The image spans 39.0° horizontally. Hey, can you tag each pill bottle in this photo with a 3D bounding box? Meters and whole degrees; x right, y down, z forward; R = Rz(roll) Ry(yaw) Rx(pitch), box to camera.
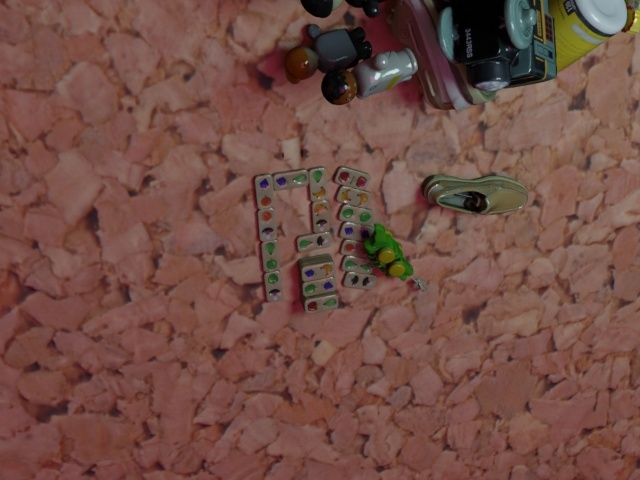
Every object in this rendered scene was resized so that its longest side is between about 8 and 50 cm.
[{"bbox_3d":[0.353,-0.310,1.342,0.103,0.103,0.184,21,150,-24],"label":"pill bottle"}]

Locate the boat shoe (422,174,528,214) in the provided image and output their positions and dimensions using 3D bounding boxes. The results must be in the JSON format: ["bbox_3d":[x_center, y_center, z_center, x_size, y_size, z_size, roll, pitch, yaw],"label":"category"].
[{"bbox_3d":[0.266,-0.066,1.502,0.190,0.072,0.068,-1,116,-16],"label":"boat shoe"}]

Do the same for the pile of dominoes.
[{"bbox_3d":[0.000,0.000,1.478,0.196,0.040,0.251,-10,119,-11],"label":"pile of dominoes"}]

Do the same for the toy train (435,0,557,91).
[{"bbox_3d":[0.242,-0.361,1.242,0.190,0.142,0.334,4,81,-55],"label":"toy train"}]

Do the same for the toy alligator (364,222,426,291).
[{"bbox_3d":[0.119,0.039,1.525,0.051,0.056,0.190,-22,134,19],"label":"toy alligator"}]

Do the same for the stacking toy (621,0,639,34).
[{"bbox_3d":[0.535,-0.394,1.290,0.167,0.052,0.221,4,116,-18],"label":"stacking toy"}]

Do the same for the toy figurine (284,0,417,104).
[{"bbox_3d":[0.021,-0.298,1.233,0.148,0.213,0.210,-21,126,-19],"label":"toy figurine"}]

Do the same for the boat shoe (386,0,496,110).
[{"bbox_3d":[0.149,-0.325,1.309,0.103,0.113,0.302,-13,108,40],"label":"boat shoe"}]
